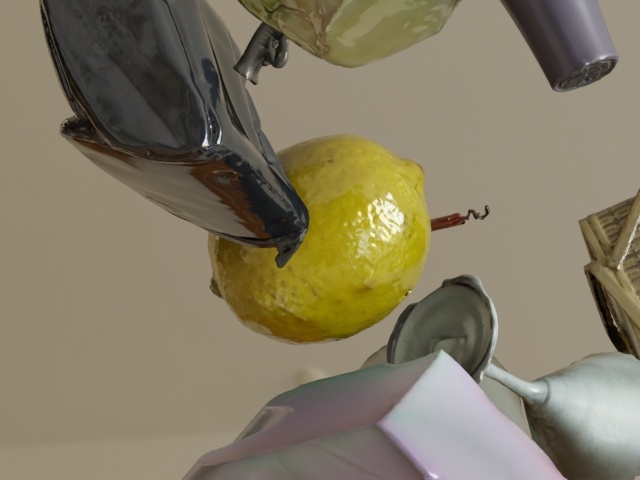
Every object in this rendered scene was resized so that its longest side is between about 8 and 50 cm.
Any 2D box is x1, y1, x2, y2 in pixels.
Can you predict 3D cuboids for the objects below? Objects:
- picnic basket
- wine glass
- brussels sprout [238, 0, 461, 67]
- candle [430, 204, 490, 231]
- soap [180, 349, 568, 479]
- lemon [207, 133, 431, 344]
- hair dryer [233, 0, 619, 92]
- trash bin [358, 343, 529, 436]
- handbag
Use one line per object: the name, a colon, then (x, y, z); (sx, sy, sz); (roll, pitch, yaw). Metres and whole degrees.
picnic basket: (0.463, 0.100, 1.562); (0.175, 0.313, 0.228); (-24, -38, 7)
wine glass: (0.177, 0.128, 1.051); (0.232, 0.156, 0.156); (30, -34, -35)
brussels sprout: (0.012, -0.235, 0.745); (0.244, 0.244, 0.244); (19, -52, 27)
candle: (0.165, -0.022, 1.699); (0.167, 0.026, 0.021); (-13, -61, 36)
soap: (-0.009, 0.206, 0.717); (0.193, 0.109, 0.324); (46, -57, 11)
lemon: (0.002, -0.001, 1.481); (0.260, 0.284, 0.260); (56, -16, 25)
hair dryer: (0.073, -0.224, 1.100); (0.361, 0.121, 0.301); (-27, -103, 26)
trash bin: (0.132, 0.287, 1.460); (0.280, 0.432, 0.281); (1, -77, 6)
handbag: (-0.152, -0.113, 1.231); (0.177, 0.302, 0.275); (-22, -112, 9)
